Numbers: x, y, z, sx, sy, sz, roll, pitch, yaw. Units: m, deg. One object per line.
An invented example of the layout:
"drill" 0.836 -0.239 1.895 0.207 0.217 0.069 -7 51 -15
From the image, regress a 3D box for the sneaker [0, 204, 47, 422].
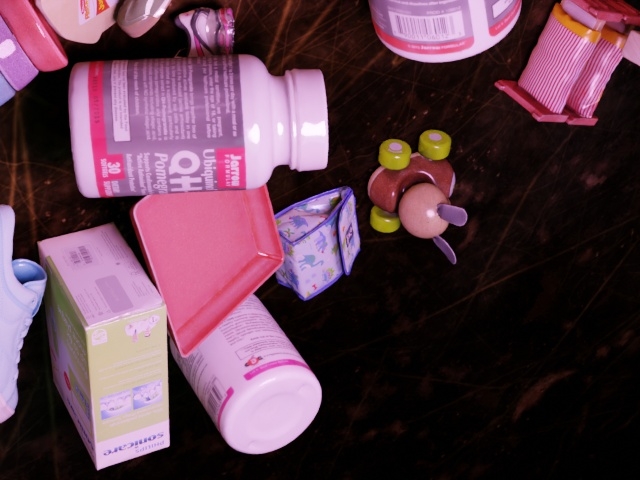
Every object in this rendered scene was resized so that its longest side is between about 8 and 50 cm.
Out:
"sneaker" -0.440 0.106 1.735 0.150 0.135 0.366 -18 134 -17

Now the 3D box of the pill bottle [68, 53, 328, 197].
"pill bottle" -0.154 -0.149 1.613 0.319 0.176 0.176 -3 130 -4

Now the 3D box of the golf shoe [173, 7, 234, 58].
"golf shoe" -0.159 -0.233 1.704 0.086 0.067 0.186 -1 127 -5

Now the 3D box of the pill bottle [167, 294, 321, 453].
"pill bottle" -0.130 0.172 1.895 0.160 0.283 0.160 -19 134 -21

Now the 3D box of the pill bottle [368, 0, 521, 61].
"pill bottle" 0.142 -0.430 1.630 0.210 0.210 0.363 -29 137 -12

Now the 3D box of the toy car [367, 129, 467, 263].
"toy car" 0.177 -0.056 1.986 0.149 0.188 0.155 -15 133 -24

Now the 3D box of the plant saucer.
"plant saucer" -0.167 -0.009 1.797 0.259 0.048 0.258 -45 133 -40

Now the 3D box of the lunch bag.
"lunch bag" 0.000 0.000 1.988 0.151 0.096 0.129 -35 137 -27

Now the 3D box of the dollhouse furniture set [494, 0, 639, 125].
"dollhouse furniture set" 0.471 -0.228 1.914 0.152 0.374 0.201 0 123 -40

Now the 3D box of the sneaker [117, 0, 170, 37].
"sneaker" -0.209 -0.352 1.550 0.192 0.064 0.086 -56 137 -3

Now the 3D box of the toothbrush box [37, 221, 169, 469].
"toothbrush box" -0.310 0.152 1.810 0.122 0.206 0.283 -17 134 -22

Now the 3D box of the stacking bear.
"stacking bear" -0.457 -0.200 1.455 0.289 0.164 0.175 -30 136 -3

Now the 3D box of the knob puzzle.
"knob puzzle" -0.284 -0.325 1.503 0.213 0.030 0.213 -53 156 -36
